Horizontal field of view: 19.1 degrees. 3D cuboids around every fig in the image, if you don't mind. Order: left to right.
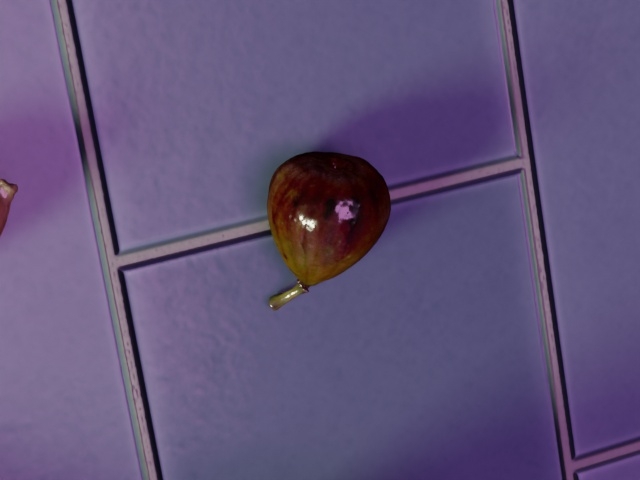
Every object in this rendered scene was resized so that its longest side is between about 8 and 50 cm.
[{"bbox_3d":[0.000,0.000,1.362,0.088,0.089,0.125,2,119,-22],"label":"fig"}]

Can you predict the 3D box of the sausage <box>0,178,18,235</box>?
[{"bbox_3d":[-0.391,0.054,1.207,0.433,0.088,0.088,-22,106,-17],"label":"sausage"}]
